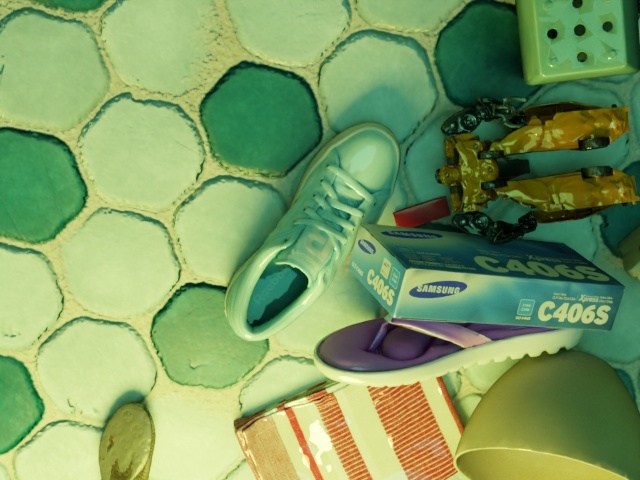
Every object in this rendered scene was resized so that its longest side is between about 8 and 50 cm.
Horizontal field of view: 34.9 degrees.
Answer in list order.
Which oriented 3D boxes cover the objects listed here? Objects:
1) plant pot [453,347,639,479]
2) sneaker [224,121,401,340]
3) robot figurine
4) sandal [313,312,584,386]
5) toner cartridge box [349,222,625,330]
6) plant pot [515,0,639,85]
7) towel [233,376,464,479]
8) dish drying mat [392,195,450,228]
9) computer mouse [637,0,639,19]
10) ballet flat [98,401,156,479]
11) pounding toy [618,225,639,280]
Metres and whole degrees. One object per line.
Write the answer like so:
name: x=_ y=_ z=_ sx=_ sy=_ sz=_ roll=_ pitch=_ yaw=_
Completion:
plant pot: x=0.356 y=0.271 z=1.504 sx=0.284 sy=0.284 sz=0.191 roll=23 pitch=64 yaw=-12
sneaker: x=0.000 y=0.000 z=1.431 sx=0.135 sy=0.150 sz=0.366 roll=32 pitch=98 yaw=-14
robot figurine: x=0.305 y=-0.106 z=1.466 sx=0.291 sy=0.085 sz=0.211 roll=-6 pitch=91 yaw=-6
sandal: x=0.184 y=0.115 z=1.479 sx=0.416 sy=0.169 sz=0.102 roll=-8 pitch=111 yaw=-18
toner cartridge box: x=0.232 y=0.052 z=1.422 sx=0.348 sy=0.165 sz=0.075 roll=5 pitch=109 yaw=-24
plant pot: x=0.339 y=-0.288 z=1.338 sx=0.165 sy=0.234 sz=0.165 roll=-5 pitch=104 yaw=14
towel: x=0.058 y=0.319 z=1.576 sx=0.329 sy=0.037 sz=0.237 roll=-25 pitch=106 yaw=-1
dish drying mat: x=0.151 y=-0.040 z=1.514 sx=0.083 sy=0.008 sz=0.032 roll=-18 pitch=106 yaw=-4
computer mouse: x=0.416 y=-0.400 z=1.441 sx=0.106 sy=0.042 sz=0.193 roll=-43 pitch=105 yaw=5
ballet flat: x=-0.291 y=0.362 z=1.538 sx=0.084 sy=0.058 sz=0.250 roll=8 pitch=97 yaw=13
pounding toy: x=0.591 y=0.006 z=1.504 sx=0.269 sy=0.154 sz=0.155 roll=-41 pitch=105 yaw=4
